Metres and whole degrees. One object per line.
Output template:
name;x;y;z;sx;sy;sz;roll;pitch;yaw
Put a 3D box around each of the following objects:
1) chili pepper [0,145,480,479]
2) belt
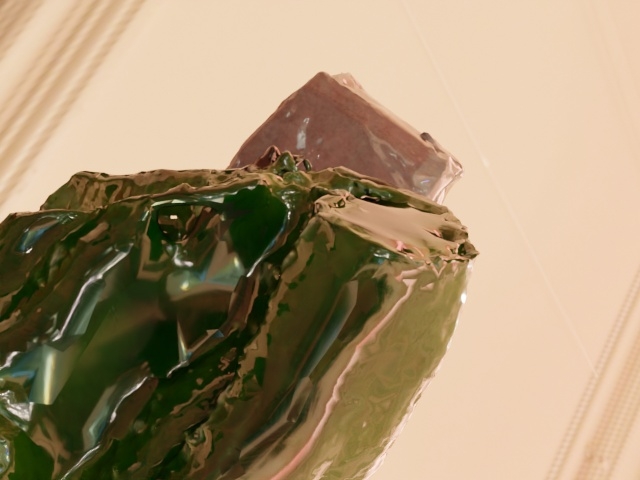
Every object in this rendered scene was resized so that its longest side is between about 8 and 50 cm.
chili pepper;-0.100;0.105;0.560;0.385;0.213;0.167;-51;-171;19
belt;0.000;0.000;0.712;0.124;0.128;0.201;37;-118;7
